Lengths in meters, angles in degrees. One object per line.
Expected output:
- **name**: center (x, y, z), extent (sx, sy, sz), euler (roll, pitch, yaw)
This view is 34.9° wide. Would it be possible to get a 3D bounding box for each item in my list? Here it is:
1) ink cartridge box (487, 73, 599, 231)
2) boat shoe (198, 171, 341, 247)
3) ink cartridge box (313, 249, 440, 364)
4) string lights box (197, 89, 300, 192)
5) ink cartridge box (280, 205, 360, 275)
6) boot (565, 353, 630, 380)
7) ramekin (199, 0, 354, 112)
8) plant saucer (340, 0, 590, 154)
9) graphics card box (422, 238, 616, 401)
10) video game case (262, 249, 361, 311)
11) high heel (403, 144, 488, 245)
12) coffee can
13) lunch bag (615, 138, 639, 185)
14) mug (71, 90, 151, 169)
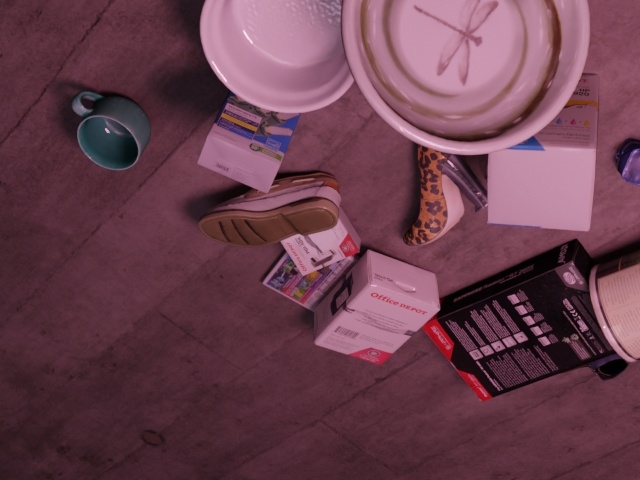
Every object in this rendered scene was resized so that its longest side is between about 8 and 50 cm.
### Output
- **ink cartridge box**: center (0.380, -0.155, 1.723), extent (0.171, 0.232, 0.168), euler (4, 130, 14)
- **boat shoe**: center (-0.099, -0.063, 2.041), extent (0.302, 0.103, 0.113), euler (-6, 142, 21)
- **ink cartridge box**: center (0.115, 0.144, 2.143), extent (0.172, 0.100, 0.237), euler (20, 135, -21)
- **string lights box**: center (-0.111, -0.213, 1.800), extent (0.133, 0.259, 0.076), euler (23, 135, -5)
- **ink cartridge box**: center (0.000, 0.000, 2.075), extent (0.135, 0.056, 0.099), euler (-24, 115, 18)
- **boot**: center (0.560, 0.247, 2.118), extent (0.082, 0.106, 0.219), euler (37, 131, -16)
- **ramekin**: center (-0.054, -0.367, 1.721), extent (0.277, 0.135, 0.277), euler (7, 128, 9)
- **plant saucer**: center (0.220, -0.333, 1.602), extent (0.401, 0.400, 0.100), euler (30, 176, -11)
- **graphics card box**: center (0.423, 0.171, 2.080), extent (0.371, 0.094, 0.232), euler (-28, 107, 36)
- **video game case**: center (-0.003, 0.076, 2.193), extent (0.183, 0.023, 0.201), euler (30, 134, -11)
- **high heel**: center (0.199, -0.099, 1.957), extent (0.186, 0.093, 0.261), euler (52, 141, -1)
- **coffee can**: center (0.668, 0.090, 1.878), extent (0.275, 0.201, 0.201), euler (-26, 120, 34)
- **lunch bag**: center (0.569, -0.136, 1.797), extent (0.098, 0.065, 0.067), euler (19, 113, -4)
- **mug**: center (-0.400, -0.228, 1.986), extent (0.130, 0.097, 0.157), euler (4, 131, 14)
